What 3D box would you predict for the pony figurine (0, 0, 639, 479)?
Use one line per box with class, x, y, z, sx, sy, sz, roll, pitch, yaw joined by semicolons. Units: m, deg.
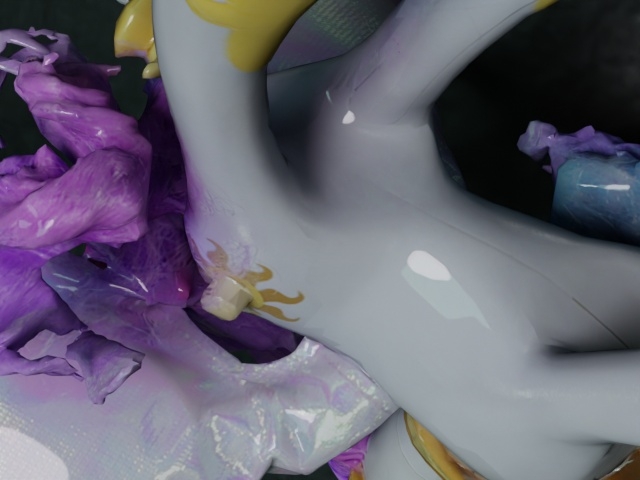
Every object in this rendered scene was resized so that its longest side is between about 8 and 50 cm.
pony figurine;0.000;0.000;0.509;0.351;0.303;0.363;36;153;-1
